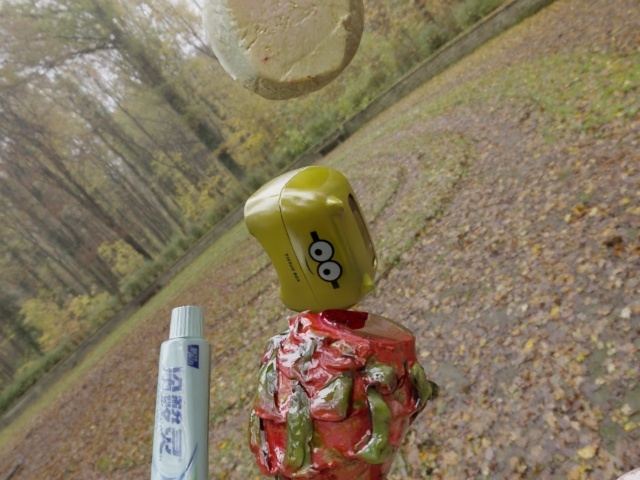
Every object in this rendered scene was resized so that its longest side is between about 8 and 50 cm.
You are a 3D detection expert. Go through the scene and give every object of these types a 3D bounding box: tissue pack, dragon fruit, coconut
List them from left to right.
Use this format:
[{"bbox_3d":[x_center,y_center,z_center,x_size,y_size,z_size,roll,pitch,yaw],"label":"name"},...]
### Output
[{"bbox_3d":[-0.054,-0.333,0.779,0.239,0.239,0.244,-39,20,8],"label":"coconut"},{"bbox_3d":[0.000,0.000,0.644,0.127,0.178,0.123,-9,26,28],"label":"tissue pack"},{"bbox_3d":[0.019,0.158,0.469,0.160,0.167,0.171,-94,20,-81],"label":"dragon fruit"}]

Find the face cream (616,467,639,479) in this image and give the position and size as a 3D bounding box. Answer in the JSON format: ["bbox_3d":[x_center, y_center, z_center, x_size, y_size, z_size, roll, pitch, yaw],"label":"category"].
[{"bbox_3d":[0.399,0.344,0.575,0.149,0.104,0.149,-21,35,15],"label":"face cream"}]

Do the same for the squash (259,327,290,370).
[{"bbox_3d":[0.011,0.219,0.768,0.218,0.218,0.172,-53,-21,-46],"label":"squash"}]

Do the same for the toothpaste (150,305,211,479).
[{"bbox_3d":[-0.124,0.205,0.463,0.075,0.048,0.296,-15,64,24],"label":"toothpaste"}]
